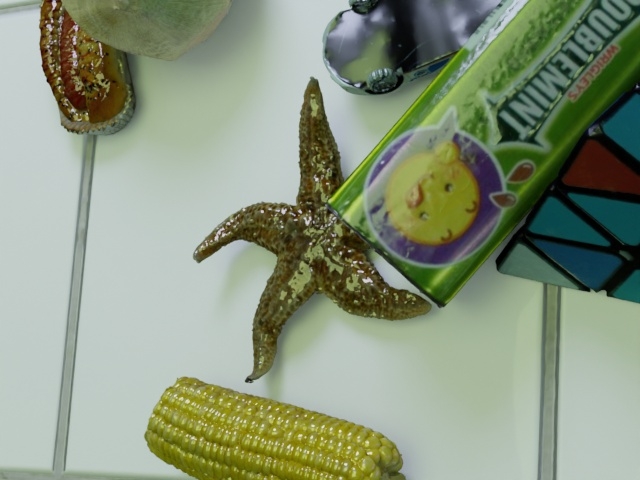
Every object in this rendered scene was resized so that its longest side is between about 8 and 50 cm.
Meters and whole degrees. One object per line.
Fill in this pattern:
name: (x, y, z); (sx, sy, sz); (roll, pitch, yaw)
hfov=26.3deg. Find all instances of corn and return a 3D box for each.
corn: (-0.042, 0.184, 1.176); (0.244, 0.093, 0.093); (11, 84, 33)

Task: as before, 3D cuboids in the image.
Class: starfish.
starfish: (0.000, 0.000, 1.212); (0.235, 0.062, 0.277); (13, 88, 29)

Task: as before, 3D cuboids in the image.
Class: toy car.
toy car: (0.097, -0.192, 1.202); (0.205, 0.056, 0.095); (-21, 70, 22)

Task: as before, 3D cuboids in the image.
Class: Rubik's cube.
Rubik's cube: (0.203, -0.019, 1.052); (0.234, 0.250, 0.284); (-28, 70, 42)

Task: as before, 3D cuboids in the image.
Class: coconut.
coconut: (-0.161, -0.261, 1.286); (0.194, 0.194, 0.194); (-7, 76, 28)

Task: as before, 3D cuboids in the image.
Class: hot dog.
hot dog: (-0.240, -0.194, 1.394); (0.099, 0.053, 0.192); (-19, 72, 20)

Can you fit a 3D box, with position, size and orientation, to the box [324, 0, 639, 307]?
box: (0.164, -0.117, 1.098); (0.134, 0.097, 0.345); (42, 95, 6)
